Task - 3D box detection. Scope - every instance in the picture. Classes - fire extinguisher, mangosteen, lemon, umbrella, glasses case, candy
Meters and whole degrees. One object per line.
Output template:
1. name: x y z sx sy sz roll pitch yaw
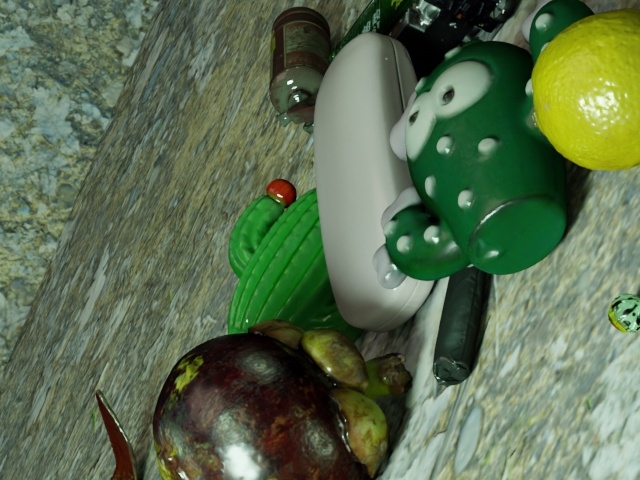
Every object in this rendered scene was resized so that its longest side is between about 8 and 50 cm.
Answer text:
1. fire extinguisher: -0.016 -0.203 2.051 0.106 0.075 0.252 -55 18 27
2. mangosteen: -0.025 0.153 1.404 0.217 0.192 0.192 -28 8 -16
3. lemon: 0.198 -0.101 1.180 0.133 0.109 0.109 -25 39 39
4. umbrella: 0.111 0.054 1.351 0.036 0.031 0.133 -18 42 32
5. glasses case: 0.048 -0.056 1.552 0.113 0.075 0.296 -44 40 43
6. candy: 0.213 0.031 1.093 0.083 0.023 0.025 -42 11 37

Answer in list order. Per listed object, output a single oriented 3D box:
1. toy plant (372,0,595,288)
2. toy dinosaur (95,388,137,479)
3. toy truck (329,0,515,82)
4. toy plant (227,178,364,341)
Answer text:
1. toy plant: 0.128 -0.077 1.351 0.232 0.113 0.243 -24 45 47
2. toy dinosaur: -0.289 0.346 1.995 0.327 0.113 0.206 -61 16 2
3. toy truck: 0.102 -0.207 1.677 0.259 0.088 0.121 -50 26 42
4. toy plant: -0.013 0.005 1.635 0.155 0.088 0.240 -4 57 19
